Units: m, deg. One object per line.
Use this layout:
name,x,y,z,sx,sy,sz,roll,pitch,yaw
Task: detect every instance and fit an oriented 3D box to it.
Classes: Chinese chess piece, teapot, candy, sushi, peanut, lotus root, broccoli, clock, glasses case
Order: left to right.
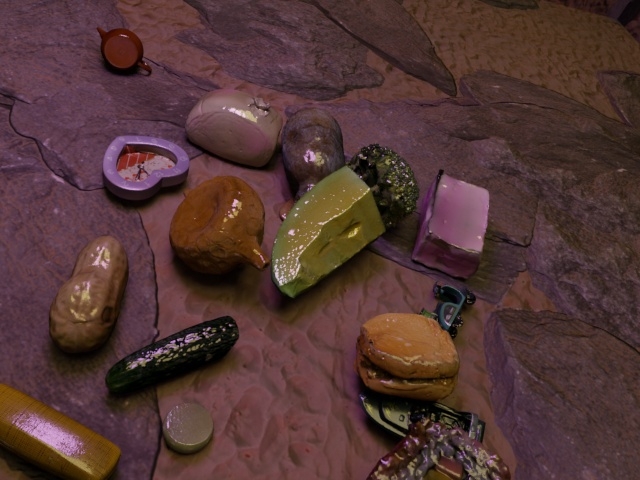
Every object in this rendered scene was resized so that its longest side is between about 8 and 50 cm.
glasses case,-0.416,0.295,0.871,0.234,0.064,0.079,26,41,4
peanut,-0.405,0.088,1.033,0.110,0.120,0.236,-12,48,20
teapot,-0.534,-0.518,1.576,0.173,0.116,0.116,35,39,-26
clock,-0.407,-0.166,1.310,0.172,0.064,0.198,40,47,17
Chinese chess piece,-0.219,0.310,0.957,0.084,0.034,0.084,12,43,-12
teapot,-0.197,-0.022,1.200,0.203,0.167,0.311,-49,42,-3
lotus root,-0.016,-0.210,1.420,0.175,0.175,0.349,8,41,-14
broccoli,0.140,-0.136,1.406,0.226,0.198,0.176,19,54,21
sushi,0.170,0.435,0.895,0.236,0.171,0.270,41,50,18
candy,0.329,-0.042,1.441,0.156,0.115,0.265,22,44,-1

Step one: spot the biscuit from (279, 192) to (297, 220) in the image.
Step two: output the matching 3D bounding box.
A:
biscuit,-0.044,-0.083,1.406,0.071,0.018,0.147,31,46,13

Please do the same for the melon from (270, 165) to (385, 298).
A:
melon,0.000,0.000,1.238,0.323,0.124,0.196,-40,113,-28

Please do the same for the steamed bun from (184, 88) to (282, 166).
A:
steamed bun,-0.210,-0.303,1.454,0.239,0.152,0.170,22,43,-4

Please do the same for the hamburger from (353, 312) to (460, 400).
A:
hamburger,0.164,0.215,1.094,0.214,0.108,0.214,8,14,-2

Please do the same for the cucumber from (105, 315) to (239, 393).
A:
cucumber,-0.260,0.201,1.017,0.241,0.074,0.074,-19,57,-32

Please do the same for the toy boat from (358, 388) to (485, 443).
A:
toy boat,0.184,0.328,1.049,0.246,0.103,0.093,22,52,4

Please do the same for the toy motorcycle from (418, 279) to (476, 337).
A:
toy motorcycle,0.279,0.149,1.285,0.100,0.058,0.173,29,46,15
